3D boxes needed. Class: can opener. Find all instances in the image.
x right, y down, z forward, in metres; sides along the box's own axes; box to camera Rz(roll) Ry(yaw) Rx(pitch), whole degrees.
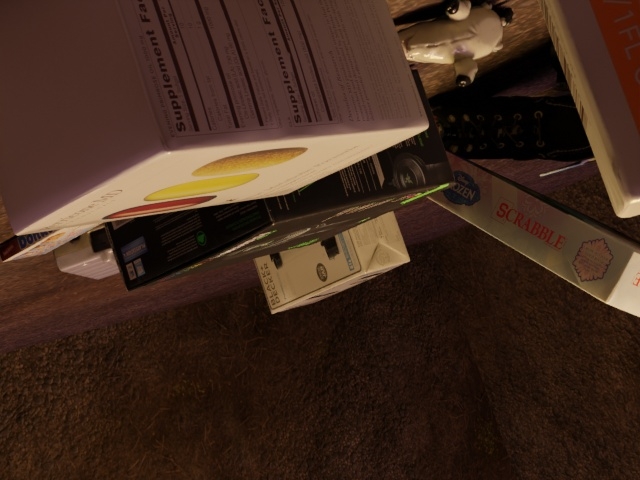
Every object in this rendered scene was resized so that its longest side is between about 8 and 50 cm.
[{"bbox_3d":[0.290,-0.209,1.361,0.059,0.073,0.186,21,-173,21],"label":"can opener"}]

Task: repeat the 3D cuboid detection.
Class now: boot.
[{"bbox_3d":[0.223,-0.131,1.442,0.179,0.085,0.236,-12,-166,-39],"label":"boot"}]

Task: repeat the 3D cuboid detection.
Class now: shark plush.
[{"bbox_3d":[0.124,-0.193,1.043,0.067,0.073,0.161,2,-150,39],"label":"shark plush"}]

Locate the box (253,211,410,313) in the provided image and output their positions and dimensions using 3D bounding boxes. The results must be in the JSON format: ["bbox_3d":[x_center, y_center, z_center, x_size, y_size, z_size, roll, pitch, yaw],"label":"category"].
[{"bbox_3d":[0.000,0.000,1.819,0.087,0.169,0.290,-15,175,-34],"label":"box"}]

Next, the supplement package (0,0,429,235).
[{"bbox_3d":[-0.071,-0.098,0.709,0.139,0.133,0.244,-23,173,38],"label":"supplement package"}]

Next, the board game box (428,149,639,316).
[{"bbox_3d":[0.329,0.018,1.376,0.319,0.066,0.318,19,-169,-40],"label":"board game box"}]

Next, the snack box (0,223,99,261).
[{"bbox_3d":[-0.307,-0.013,1.389,0.178,0.022,0.064,-23,174,41],"label":"snack box"}]

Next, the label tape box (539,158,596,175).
[{"bbox_3d":[0.492,-0.209,1.658,0.348,0.115,0.249,-20,178,41],"label":"label tape box"}]

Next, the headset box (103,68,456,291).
[{"bbox_3d":[-0.041,-0.064,1.199,0.283,0.131,0.246,-14,174,-45],"label":"headset box"}]

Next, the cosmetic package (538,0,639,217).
[{"bbox_3d":[0.371,-0.195,0.743,0.453,0.230,0.161,-20,174,10],"label":"cosmetic package"}]

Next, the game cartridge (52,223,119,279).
[{"bbox_3d":[-0.165,-0.025,1.595,0.355,0.068,0.230,-19,171,0],"label":"game cartridge"}]
